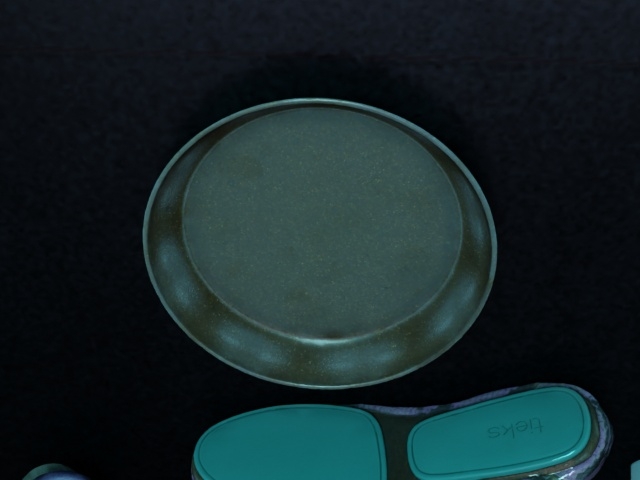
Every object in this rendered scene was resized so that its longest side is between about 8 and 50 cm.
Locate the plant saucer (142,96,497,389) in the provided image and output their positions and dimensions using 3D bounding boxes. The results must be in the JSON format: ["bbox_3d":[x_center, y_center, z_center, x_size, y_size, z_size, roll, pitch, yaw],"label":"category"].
[{"bbox_3d":[0.000,0.000,0.630,0.168,0.029,0.168,2,124,3],"label":"plant saucer"}]

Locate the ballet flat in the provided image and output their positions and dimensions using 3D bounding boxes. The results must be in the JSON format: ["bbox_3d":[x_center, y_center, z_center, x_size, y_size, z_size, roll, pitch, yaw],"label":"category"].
[{"bbox_3d":[0.045,0.124,0.692,0.221,0.077,0.079,-10,143,11],"label":"ballet flat"}]

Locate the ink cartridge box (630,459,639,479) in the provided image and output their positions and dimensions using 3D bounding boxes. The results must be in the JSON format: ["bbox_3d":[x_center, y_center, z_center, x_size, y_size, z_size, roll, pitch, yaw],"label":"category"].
[{"bbox_3d":[0.259,0.153,0.638,0.127,0.128,0.176,38,129,-18],"label":"ink cartridge box"}]

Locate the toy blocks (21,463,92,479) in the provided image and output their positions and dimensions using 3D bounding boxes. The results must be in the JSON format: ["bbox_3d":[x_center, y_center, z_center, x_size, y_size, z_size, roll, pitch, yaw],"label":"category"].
[{"bbox_3d":[-0.102,0.294,0.639,0.309,0.260,0.288,37,83,-17],"label":"toy blocks"}]
